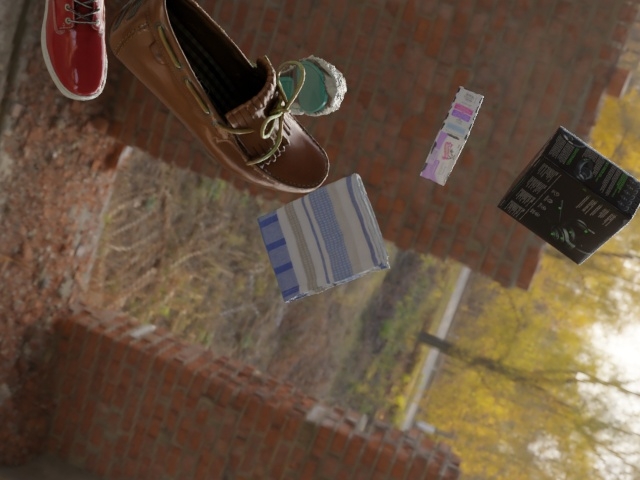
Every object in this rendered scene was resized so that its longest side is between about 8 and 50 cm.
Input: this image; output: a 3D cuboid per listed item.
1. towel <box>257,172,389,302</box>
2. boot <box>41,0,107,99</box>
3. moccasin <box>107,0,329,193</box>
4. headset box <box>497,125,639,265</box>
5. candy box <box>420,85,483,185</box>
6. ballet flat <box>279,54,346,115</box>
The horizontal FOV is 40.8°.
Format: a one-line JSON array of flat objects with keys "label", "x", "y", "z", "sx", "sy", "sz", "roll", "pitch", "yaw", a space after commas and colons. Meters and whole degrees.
[{"label": "towel", "x": 0.000, "y": 0.000, "z": 1.815, "sx": 0.034, "sy": 0.285, "sz": 0.209, "roll": -10, "pitch": 80, "yaw": -56}, {"label": "boot", "x": -0.329, "y": -0.329, "z": 1.181, "sx": 0.176, "sy": 0.088, "sz": 0.244, "roll": -22, "pitch": -107, "yaw": 62}, {"label": "moccasin", "x": -0.109, "y": -0.198, "z": 1.184, "sx": 0.380, "sy": 0.147, "sz": 0.139, "roll": 48, "pitch": 51, "yaw": -32}, {"label": "headset box", "x": 0.633, "y": -0.102, "z": 2.148, "sx": 0.131, "sy": 0.283, "sz": 0.246, "roll": -50, "pitch": 173, "yaw": -33}, {"label": "candy box", "x": 0.331, "y": -0.264, "z": 2.171, "sx": 0.165, "sy": 0.070, "sz": 0.196, "roll": 111, "pitch": 5, "yaw": -49}, {"label": "ballet flat", "x": -0.015, "y": -0.384, "z": 2.130, "sx": 0.409, "sy": 0.147, "sz": 0.147, "roll": 19, "pitch": -93, "yaw": 65}]
